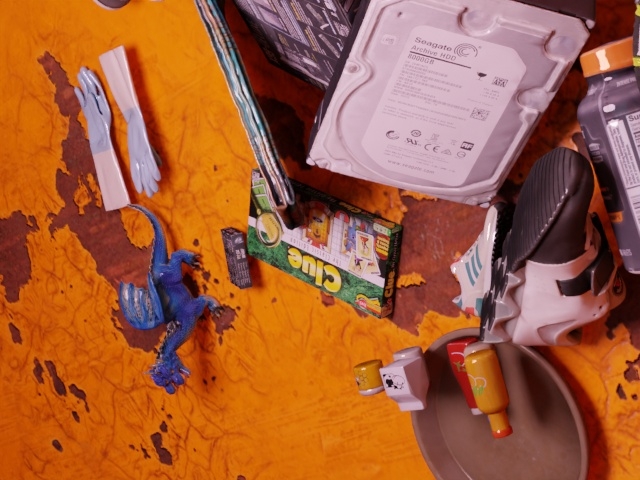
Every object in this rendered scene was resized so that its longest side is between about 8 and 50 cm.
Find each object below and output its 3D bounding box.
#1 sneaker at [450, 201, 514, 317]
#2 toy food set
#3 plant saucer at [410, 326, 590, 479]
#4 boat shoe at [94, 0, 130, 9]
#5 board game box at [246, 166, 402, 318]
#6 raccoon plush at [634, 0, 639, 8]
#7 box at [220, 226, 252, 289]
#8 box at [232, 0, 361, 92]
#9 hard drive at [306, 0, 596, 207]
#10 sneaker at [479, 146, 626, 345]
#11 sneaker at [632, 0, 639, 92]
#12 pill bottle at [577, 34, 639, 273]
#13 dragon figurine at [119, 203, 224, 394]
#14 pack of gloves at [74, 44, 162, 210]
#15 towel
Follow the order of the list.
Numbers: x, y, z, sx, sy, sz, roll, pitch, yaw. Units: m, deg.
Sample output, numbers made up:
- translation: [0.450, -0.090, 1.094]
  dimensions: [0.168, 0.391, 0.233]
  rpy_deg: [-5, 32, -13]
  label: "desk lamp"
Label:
- translation: [0.195, 0.023, 1.813]
  dimensions: [0.075, 0.057, 0.161]
  rpy_deg: [20, 121, 32]
  label: "sneaker"
- translation: [0.153, 0.188, 1.820]
  dimensions: [0.232, 0.111, 0.104]
  rpy_deg: [-12, 97, 43]
  label: "toy food set"
- translation: [0.233, 0.239, 1.873]
  dimensions: [0.278, 0.041, 0.277]
  rpy_deg: [17, 116, 39]
  label: "plant saucer"
- translation: [-0.318, -0.499, 2.075]
  dimensions: [0.095, 0.112, 0.335]
  rpy_deg: [-9, 95, 50]
  label: "boat shoe"
- translation: [0.000, 0.000, 2.016]
  dimensions: [0.260, 0.030, 0.136]
  rpy_deg: [24, 123, 36]
  label: "board game box"
- translation: [0.267, -0.422, 1.400]
  dimensions: [0.216, 0.299, 0.446]
  rpy_deg: [-16, 94, 46]
  label: "raccoon plush"
- translation: [-0.123, 0.025, 2.130]
  dimensions: [0.067, 0.018, 0.083]
  rpy_deg: [-157, 55, -71]
  label: "box"
- translation: [-0.010, -0.282, 1.756]
  dimensions: [0.242, 0.076, 0.307]
  rpy_deg: [31, 166, 34]
  label: "box"
- translation: [0.137, -0.177, 1.640]
  dimensions: [0.237, 0.064, 0.339]
  rpy_deg: [14, 142, -9]
  label: "hard drive"
- translation: [0.284, 0.015, 1.649]
  dimensions: [0.146, 0.122, 0.330]
  rpy_deg: [11, 147, 0]
  label: "sneaker"
- translation: [0.442, -0.117, 1.457]
  dimensions: [0.145, 0.147, 0.384]
  rpy_deg: [-28, 86, 48]
  label: "sneaker"
- translation: [0.354, -0.098, 1.562]
  dimensions: [0.130, 0.130, 0.245]
  rpy_deg: [-15, 94, 46]
  label: "pill bottle"
- translation: [-0.243, 0.083, 2.191]
  dimensions: [0.085, 0.144, 0.289]
  rpy_deg: [-19, 96, 45]
  label: "dragon figurine"
- translation: [-0.301, -0.171, 2.247]
  dimensions: [0.195, 0.046, 0.232]
  rpy_deg: [-10, 95, 57]
  label: "pack of gloves"
- translation: [-0.099, -0.200, 1.897]
  dimensions: [0.271, 0.040, 0.370]
  rpy_deg: [62, -173, -85]
  label: "towel"
